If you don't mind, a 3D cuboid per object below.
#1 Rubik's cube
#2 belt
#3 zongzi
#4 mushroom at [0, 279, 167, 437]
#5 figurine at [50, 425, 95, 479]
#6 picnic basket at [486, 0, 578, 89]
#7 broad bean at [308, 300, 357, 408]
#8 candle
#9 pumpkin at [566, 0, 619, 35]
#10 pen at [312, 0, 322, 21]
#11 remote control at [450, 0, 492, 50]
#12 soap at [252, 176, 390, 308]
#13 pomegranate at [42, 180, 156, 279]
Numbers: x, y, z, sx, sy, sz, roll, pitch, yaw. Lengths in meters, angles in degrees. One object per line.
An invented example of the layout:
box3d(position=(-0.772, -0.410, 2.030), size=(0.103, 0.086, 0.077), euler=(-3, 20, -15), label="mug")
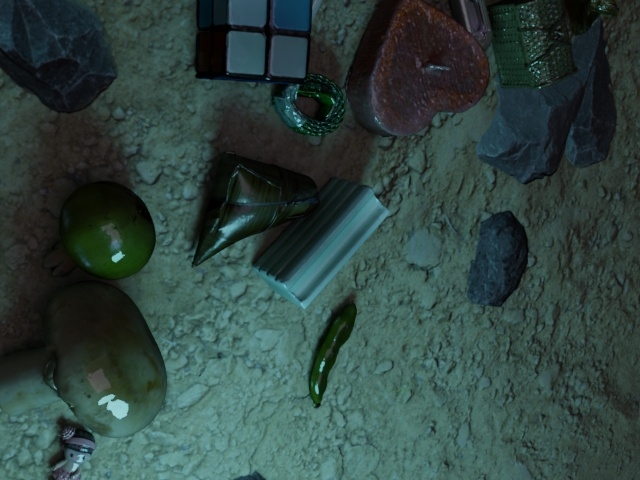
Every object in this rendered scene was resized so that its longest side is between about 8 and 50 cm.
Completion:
box3d(position=(-0.127, -0.383, 1.478), size=(0.167, 0.183, 0.180), euler=(-2, 99, -28), label="Rubik's cube")
box3d(position=(-0.020, -0.275, 1.612), size=(0.151, 0.079, 0.121), euler=(24, 89, -28), label="belt")
box3d(position=(-0.126, -0.037, 1.595), size=(0.220, 0.112, 0.242), euler=(13, 102, -29), label="zongzi")
box3d(position=(-0.432, 0.234, 1.416), size=(0.289, 0.292, 0.293), euler=(-24, 111, -2), label="mushroom")
box3d(position=(-0.482, 0.420, 1.539), size=(0.072, 0.054, 0.129), euler=(23, 97, -14), label="figurine")
box3d(position=(0.480, -0.451, 1.789), size=(0.134, 0.154, 0.197), euler=(-25, 110, -21), label="picnic basket")
box3d(position=(0.020, 0.248, 1.758), size=(0.065, 0.046, 0.255), euler=(20, 92, -35), label="broad bean")
box3d(position=(0.208, -0.377, 1.683), size=(0.316, 0.131, 0.287), euler=(-23, 107, -23), label="candle")
box3d(position=(0.628, -0.608, 1.848), size=(0.131, 0.126, 0.248), euler=(-40, 116, -12), label="pumpkin")
box3d(position=(-0.021, -0.463, 1.601), size=(0.033, 0.033, 0.269), euler=(25, 88, -29), label="pen")
box3d(position=(0.328, -0.521, 1.760), size=(0.078, 0.042, 0.222), euler=(-25, 111, -19), label="remote control")
box3d(position=(0.000, 0.000, 1.632), size=(0.265, 0.159, 0.087), euler=(-48, 117, -11), label="soap")
box3d(position=(-0.395, -0.002, 1.422), size=(0.210, 0.179, 0.179), euler=(-48, 117, -10), label="pomegranate")
